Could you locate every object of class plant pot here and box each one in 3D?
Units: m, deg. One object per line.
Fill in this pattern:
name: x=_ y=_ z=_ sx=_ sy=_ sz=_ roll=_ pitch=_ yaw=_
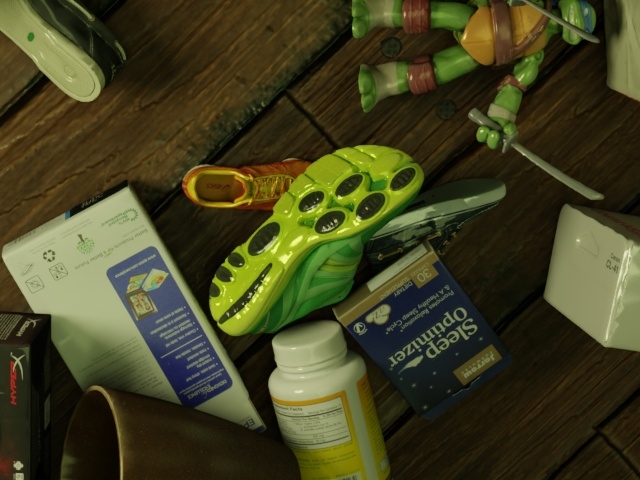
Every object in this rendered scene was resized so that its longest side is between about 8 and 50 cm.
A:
plant pot: x=-0.145 y=0.273 z=1.574 sx=0.230 sy=0.215 sz=0.215 roll=6 pitch=103 yaw=-26

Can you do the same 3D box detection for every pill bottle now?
pill bottle: x=0.008 y=0.207 z=1.684 sx=0.117 sy=0.117 sz=0.215 roll=-16 pitch=106 yaw=-7

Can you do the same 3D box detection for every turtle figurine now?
turtle figurine: x=0.171 y=-0.199 z=1.557 sx=0.266 sy=0.198 sz=0.274 roll=-4 pitch=63 yaw=7

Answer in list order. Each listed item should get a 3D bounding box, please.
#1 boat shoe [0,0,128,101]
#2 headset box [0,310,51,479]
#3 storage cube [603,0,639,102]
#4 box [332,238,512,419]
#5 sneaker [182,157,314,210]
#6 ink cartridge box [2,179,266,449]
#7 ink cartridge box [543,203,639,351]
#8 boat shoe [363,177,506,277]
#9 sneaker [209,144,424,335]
boat shoe: x=-0.304 y=-0.256 z=1.541 sx=0.233 sy=0.084 sz=0.079 roll=46 pitch=53 yaw=-11
headset box: x=-0.448 y=0.188 z=1.568 sx=0.293 sy=0.110 sz=0.218 roll=4 pitch=105 yaw=1
storage cube: x=0.435 y=-0.257 z=1.609 sx=0.193 sy=0.215 sz=0.183 roll=-7 pitch=105 yaw=-3
box: x=0.130 y=0.118 z=1.698 sx=0.136 sy=0.036 sz=0.225 roll=-36 pitch=123 yaw=4
sneaker: x=-0.068 y=-0.057 z=1.631 sx=0.175 sy=0.067 sz=0.064 roll=-5 pitch=103 yaw=-12
ink cartridge box: x=-0.210 y=0.112 z=1.646 sx=0.165 sy=0.065 sz=0.332 roll=-28 pitch=106 yaw=-3
ink cartridge box: x=0.445 y=0.058 z=1.678 sx=0.306 sy=0.226 sz=0.131 roll=8 pitch=101 yaw=-12
boat shoe: x=0.135 y=-0.012 z=1.687 sx=0.183 sy=0.065 sz=0.083 roll=-17 pitch=111 yaw=0
sneaker: x=0.000 y=0.000 z=1.629 sx=0.295 sy=0.109 sz=0.123 roll=-40 pitch=150 yaw=18
